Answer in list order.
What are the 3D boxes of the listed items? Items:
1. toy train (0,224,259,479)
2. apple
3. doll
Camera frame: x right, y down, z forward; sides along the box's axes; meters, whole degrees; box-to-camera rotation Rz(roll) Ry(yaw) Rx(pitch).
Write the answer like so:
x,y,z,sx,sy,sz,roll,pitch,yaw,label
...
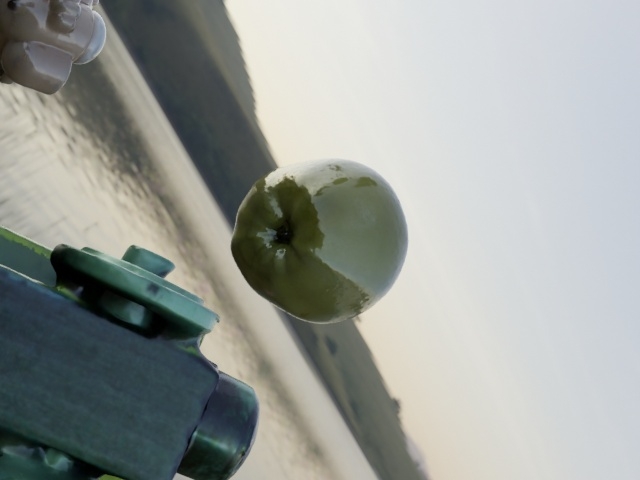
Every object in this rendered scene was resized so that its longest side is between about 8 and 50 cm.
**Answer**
x,y,z,sx,sy,sz,roll,pitch,yaw,label
-0.254,0.033,0.650,0.442,0.179,0.272,27,-9,-14,toy train
0.000,0.000,1.181,0.200,0.200,0.200,59,-3,6,apple
-0.240,-0.271,1.019,0.119,0.278,0.154,16,24,-45,doll
